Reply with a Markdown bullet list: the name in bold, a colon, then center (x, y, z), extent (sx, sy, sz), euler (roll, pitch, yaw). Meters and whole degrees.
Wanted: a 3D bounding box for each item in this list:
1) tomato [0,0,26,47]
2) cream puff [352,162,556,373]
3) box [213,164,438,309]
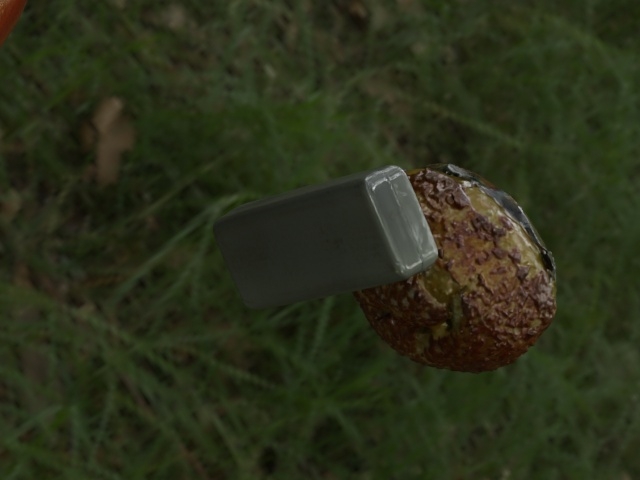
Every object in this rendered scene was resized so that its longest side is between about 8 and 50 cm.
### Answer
- **tomato**: center (-0.390, -0.244, 1.397), extent (0.321, 0.321, 0.322), euler (32, 41, -33)
- **cream puff**: center (0.126, 0.035, 1.785), extent (0.164, 0.240, 0.240), euler (-29, 86, -33)
- **box**: center (0.000, 0.000, 1.642), extent (0.055, 0.243, 0.103), euler (-30, 101, -38)
